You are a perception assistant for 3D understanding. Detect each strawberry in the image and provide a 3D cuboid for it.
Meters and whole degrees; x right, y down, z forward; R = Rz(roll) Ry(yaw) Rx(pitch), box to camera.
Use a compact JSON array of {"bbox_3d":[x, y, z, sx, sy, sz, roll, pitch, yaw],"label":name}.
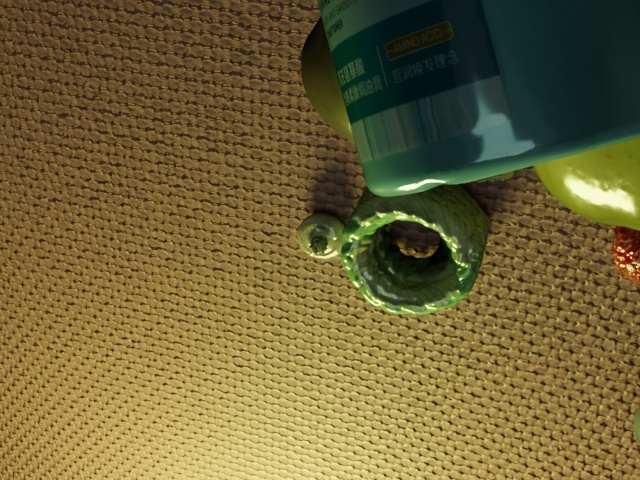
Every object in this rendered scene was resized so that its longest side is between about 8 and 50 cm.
[{"bbox_3d":[0.480,0.020,1.162,0.131,0.131,0.148,4,113,18],"label":"strawberry"}]

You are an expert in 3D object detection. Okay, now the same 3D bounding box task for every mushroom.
[{"bbox_3d":[0.000,0.000,1.352,0.085,0.079,0.085,9,125,13],"label":"mushroom"}]

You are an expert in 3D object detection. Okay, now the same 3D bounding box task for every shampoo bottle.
[{"bbox_3d":[0.165,-0.244,0.824,0.331,0.331,0.343,-12,95,26],"label":"shampoo bottle"}]

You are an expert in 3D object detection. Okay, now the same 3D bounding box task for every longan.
[{"bbox_3d":[0.083,-0.235,1.098,0.248,0.248,0.248,9,122,15],"label":"longan"}]

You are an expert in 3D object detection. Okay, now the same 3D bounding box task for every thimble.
[{"bbox_3d":[0.148,-0.001,1.254,0.218,0.150,0.219,10,123,16],"label":"thimble"}]

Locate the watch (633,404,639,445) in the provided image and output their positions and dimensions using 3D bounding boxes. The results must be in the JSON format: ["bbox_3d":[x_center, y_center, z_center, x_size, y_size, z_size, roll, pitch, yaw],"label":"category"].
[{"bbox_3d":[0.650,0.303,1.203,0.335,0.314,0.327,-12,128,14],"label":"watch"}]

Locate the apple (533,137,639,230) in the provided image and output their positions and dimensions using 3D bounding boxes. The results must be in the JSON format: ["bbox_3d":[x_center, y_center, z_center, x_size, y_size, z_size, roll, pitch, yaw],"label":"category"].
[{"bbox_3d":[0.421,-0.195,1.015,0.319,0.312,0.361,-12,115,-4],"label":"apple"}]

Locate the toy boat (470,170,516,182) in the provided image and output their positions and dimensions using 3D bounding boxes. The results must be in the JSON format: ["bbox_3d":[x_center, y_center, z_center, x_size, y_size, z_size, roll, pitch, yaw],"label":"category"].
[{"bbox_3d":[0.195,-0.132,1.180,0.188,0.116,0.061,0,126,19],"label":"toy boat"}]
